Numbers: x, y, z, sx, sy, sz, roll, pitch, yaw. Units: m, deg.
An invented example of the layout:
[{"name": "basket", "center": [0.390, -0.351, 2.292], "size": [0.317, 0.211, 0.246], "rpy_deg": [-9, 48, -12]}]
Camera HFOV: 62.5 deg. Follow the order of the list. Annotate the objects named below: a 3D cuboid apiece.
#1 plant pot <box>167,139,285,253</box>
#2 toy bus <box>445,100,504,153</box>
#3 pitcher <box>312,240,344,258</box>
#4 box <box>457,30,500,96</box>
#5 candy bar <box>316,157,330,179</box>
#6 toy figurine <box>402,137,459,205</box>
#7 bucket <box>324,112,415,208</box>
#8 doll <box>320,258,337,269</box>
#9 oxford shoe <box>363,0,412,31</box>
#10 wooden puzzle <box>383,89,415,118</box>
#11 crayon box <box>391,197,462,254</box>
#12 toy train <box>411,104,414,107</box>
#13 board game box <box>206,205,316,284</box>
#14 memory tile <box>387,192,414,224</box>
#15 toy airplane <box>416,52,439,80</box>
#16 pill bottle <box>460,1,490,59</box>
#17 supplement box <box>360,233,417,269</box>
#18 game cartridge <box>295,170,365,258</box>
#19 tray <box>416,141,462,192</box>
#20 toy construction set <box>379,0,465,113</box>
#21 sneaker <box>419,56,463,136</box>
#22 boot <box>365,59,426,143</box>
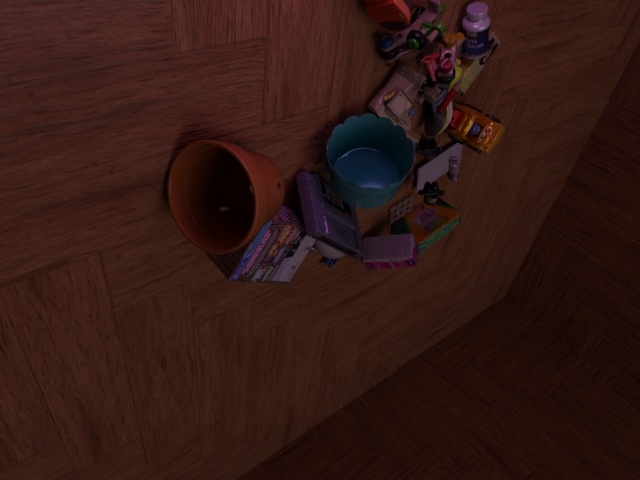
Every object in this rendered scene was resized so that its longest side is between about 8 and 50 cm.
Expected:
[{"name": "plant pot", "center": [-0.231, -0.126, 1.408], "size": [0.203, 0.291, 0.290], "rpy_deg": [-24, 144, -58]}, {"name": "toy bus", "center": [0.555, -0.446, 2.016], "size": [0.212, 0.220, 0.149], "rpy_deg": [11, 114, -47]}, {"name": "pitcher", "center": [0.000, 0.000, 1.956], "size": [0.178, 0.125, 0.207], "rpy_deg": [-32, 140, 15]}, {"name": "box", "center": [0.556, -0.651, 1.931], "size": [0.087, 0.058, 0.232], "rpy_deg": [13, 116, -54]}, {"name": "candy bar", "center": [0.031, -0.236, 1.811], "size": [0.040, 0.018, 0.161], "rpy_deg": [-48, 147, 2]}, {"name": "toy figurine", "center": [0.428, -0.269, 2.062], "size": [0.209, 0.213, 0.148], "rpy_deg": [-46, 157, -6]}, {"name": "bucket", "center": [0.153, -0.247, 1.696], "size": [0.281, 0.281, 0.183], "rpy_deg": [-38, 165, -15]}, {"name": "doll", "center": [0.082, 0.033, 2.137], "size": [0.189, 0.046, 0.129], "rpy_deg": [-49, 149, 3]}, {"name": "oxford shoe", "center": [0.134, -0.704, 1.360], "size": [0.364, 0.130, 0.132], "rpy_deg": [34, 69, -53]}, {"name": "wooden puzzle", "center": [0.254, -0.440, 1.703], "size": [0.079, 0.014, 0.116], "rpy_deg": [-38, 124, 5]}, {"name": "crayon box", "center": [0.475, -0.072, 2.368], "size": [0.279, 0.165, 0.081], "rpy_deg": [-33, 145, -21]}, {"name": "toy train", "center": [0.301, -0.476, 1.857], "size": [0.083, 0.024, 0.017], "rpy_deg": [-13, 134, -41]}, {"name": "board game box", "center": [-0.177, 0.006, 1.716], "size": [0.291, 0.141, 0.232], "rpy_deg": [11, 116, -54]}, {"name": "memory tile", "center": [0.350, -0.138, 2.295], "size": [0.148, 0.012, 0.113], "rpy_deg": [-31, 145, -22]}, {"name": "toy airplane", "center": [0.382, -0.616, 1.753], "size": [0.151, 0.028, 0.151], "rpy_deg": [-5, 107, -17]}, {"name": "pill bottle", "center": [0.527, -0.714, 1.795], "size": [0.094, 0.094, 0.169], "rpy_deg": [-37, 146, -15]}, {"name": "supplement box", "center": [0.290, 0.048, 2.220], "size": [0.220, 0.113, 0.111], "rpy_deg": [-6, 154, 20]}, {"name": "game cartridge", "center": [0.043, -0.084, 1.810], "size": [0.068, 0.230, 0.355], "rpy_deg": [-17, 159, 26]}, {"name": "tray", "center": [0.501, -0.324, 2.251], "size": [0.270, 0.030, 0.145], "rpy_deg": [-34, 145, -19]}, {"name": "toy construction set", "center": [0.355, -0.576, 1.591], "size": [0.237, 0.258, 0.309], "rpy_deg": [-53, 133, -12]}, {"name": "sneaker", "center": [0.407, -0.510, 1.890], "size": [0.121, 0.111, 0.299], "rpy_deg": [-17, 133, -24]}, {"name": "boot", "center": [0.296, -0.461, 1.779], "size": [0.262, 0.095, 0.203], "rpy_deg": [27, 102, -38]}]
